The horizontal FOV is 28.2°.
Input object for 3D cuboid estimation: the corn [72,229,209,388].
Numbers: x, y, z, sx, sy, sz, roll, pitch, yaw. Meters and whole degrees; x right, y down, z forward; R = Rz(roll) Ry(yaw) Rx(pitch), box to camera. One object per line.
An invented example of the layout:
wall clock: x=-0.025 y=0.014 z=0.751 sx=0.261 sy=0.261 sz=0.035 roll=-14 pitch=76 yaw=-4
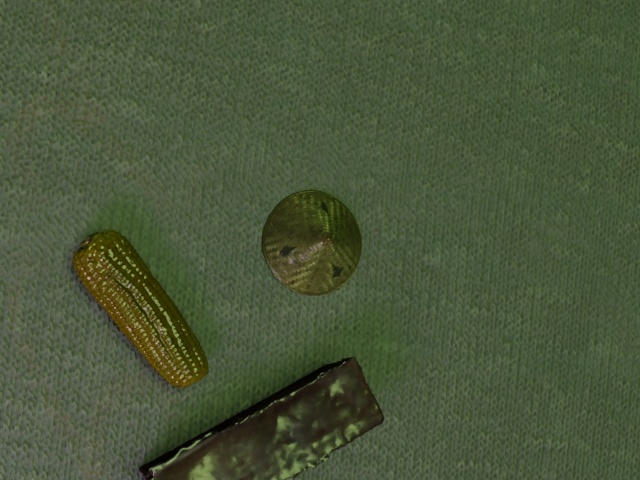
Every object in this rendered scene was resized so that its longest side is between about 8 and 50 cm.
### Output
corn: x=-0.227 y=0.089 z=1.615 sx=0.080 sy=0.080 sz=0.231 roll=-38 pitch=100 yaw=-20

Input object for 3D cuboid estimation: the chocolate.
chocolate: x=-0.084 y=0.261 z=1.635 sx=0.321 sy=0.112 sz=0.112 roll=-28 pitch=96 yaw=-22

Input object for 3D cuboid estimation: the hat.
hat: x=0.000 y=0.000 z=1.713 sx=0.146 sy=0.067 sz=0.146 roll=2 pitch=84 yaw=-20
